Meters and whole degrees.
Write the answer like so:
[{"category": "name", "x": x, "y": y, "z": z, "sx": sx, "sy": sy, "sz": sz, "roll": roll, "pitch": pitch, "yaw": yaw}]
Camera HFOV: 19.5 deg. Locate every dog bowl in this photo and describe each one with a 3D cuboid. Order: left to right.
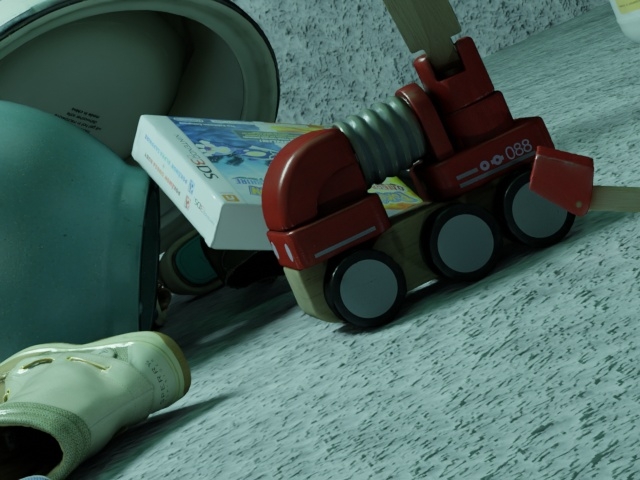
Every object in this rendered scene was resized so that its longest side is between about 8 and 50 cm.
[{"category": "dog bowl", "x": -0.253, "y": -0.139, "z": 1.878, "sx": 0.408, "sy": 0.150, "sz": 0.408, "roll": -21, "pitch": -36, "yaw": -16}]

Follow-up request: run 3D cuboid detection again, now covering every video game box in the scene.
[{"category": "video game box", "x": -0.034, "y": -0.049, "z": 1.596, "sx": 0.205, "sy": 0.048, "sz": 0.187, "roll": 1, "pitch": 28, "yaw": -30}]

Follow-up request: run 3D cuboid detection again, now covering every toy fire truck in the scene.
[{"category": "toy fire truck", "x": 0.052, "y": -0.082, "z": 1.366, "sx": 0.217, "sy": 0.246, "sz": 0.158, "roll": -25, "pitch": 6, "yaw": -9}, {"category": "toy fire truck", "x": 0.245, "y": -0.067, "z": 1.224, "sx": 0.192, "sy": 0.135, "sz": 0.047, "roll": 17, "pitch": 12, "yaw": 4}]

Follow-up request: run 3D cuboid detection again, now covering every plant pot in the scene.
[{"category": "plant pot", "x": -0.243, "y": 0.019, "z": 1.641, "sx": 0.196, "sy": 0.293, "sz": 0.293, "roll": 4, "pitch": 8, "yaw": 0}]

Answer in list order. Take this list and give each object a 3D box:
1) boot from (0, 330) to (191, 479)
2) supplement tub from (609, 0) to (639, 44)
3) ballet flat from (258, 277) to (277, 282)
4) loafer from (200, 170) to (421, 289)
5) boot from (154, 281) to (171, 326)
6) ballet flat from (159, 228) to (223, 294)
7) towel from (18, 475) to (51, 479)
[{"category": "boot", "x": -0.216, "y": 0.135, "z": 1.335, "sx": 0.213, "sy": 0.077, "sz": 0.165, "roll": -16, "pitch": 12, "yaw": 34}, {"category": "supplement tub", "x": 0.384, "y": -0.342, "z": 1.899, "sx": 0.241, "sy": 0.331, "sz": 0.241, "roll": -24, "pitch": 7, "yaw": 3}, {"category": "ballet flat", "x": -0.044, "y": 0.008, "z": 1.862, "sx": 0.070, "sy": 0.070, "sz": 0.188, "roll": -22, "pitch": 9, "yaw": 15}, {"category": "loafer", "x": 0.000, "y": 0.000, "z": 1.722, "sx": 0.220, "sy": 0.080, "sz": 0.078, "roll": -18, "pitch": 47, "yaw": 7}, {"category": "boot", "x": -0.189, "y": 0.065, "z": 1.893, "sx": 0.084, "sy": 0.059, "sz": 0.158, "roll": -20, "pitch": 15, "yaw": 3}, {"category": "ballet flat", "x": -0.072, "y": -0.010, "z": 1.999, "sx": 0.248, "sy": 0.086, "sz": 0.086, "roll": -28, "pitch": 8, "yaw": -28}, {"category": "towel", "x": -0.259, "y": 0.214, "z": 1.045, "sx": 0.209, "sy": 0.034, "sz": 0.285, "roll": -21, "pitch": 9, "yaw": 3}]
